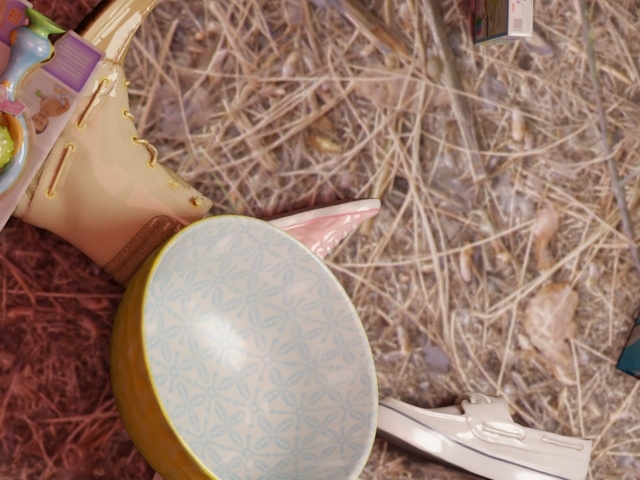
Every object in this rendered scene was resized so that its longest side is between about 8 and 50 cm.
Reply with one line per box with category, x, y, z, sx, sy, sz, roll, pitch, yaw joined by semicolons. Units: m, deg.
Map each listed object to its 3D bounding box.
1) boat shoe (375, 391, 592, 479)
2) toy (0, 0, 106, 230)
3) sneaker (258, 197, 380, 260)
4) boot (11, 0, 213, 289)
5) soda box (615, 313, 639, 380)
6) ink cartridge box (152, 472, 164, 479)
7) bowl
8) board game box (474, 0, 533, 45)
boat shoe;0.159;0.194;1.918;0.258;0.095;0.084;22;81;-24
toy;-0.316;-0.109;1.737;0.137;0.056;0.237;34;92;14
sneaker;0.000;0.000;1.889;0.134;0.051;0.070;-14;96;-10
boot;-0.181;-0.101;1.815;0.203;0.095;0.262;35;86;-11
soda box;0.389;0.055;1.976;0.067;0.071;0.210;27;84;-12
ink cartridge box;-0.101;0.283;1.845;0.143;0.090;0.092;13;88;-15
bowl;-0.100;0.134;1.792;0.289;0.156;0.289;22;56;-38
board game box;0.185;-0.277;1.904;0.026;0.103;0.154;1;91;-14
